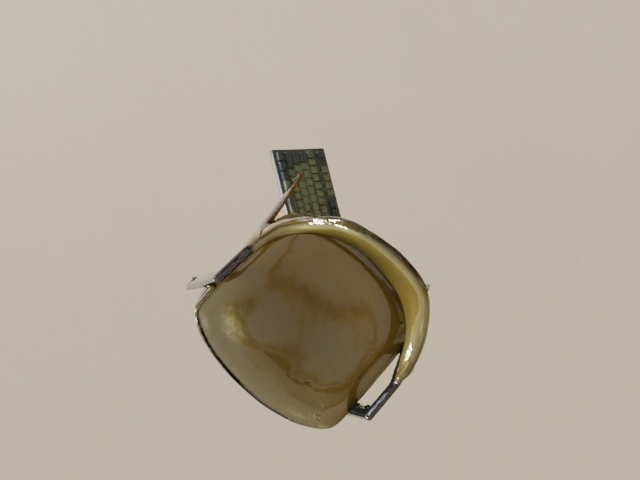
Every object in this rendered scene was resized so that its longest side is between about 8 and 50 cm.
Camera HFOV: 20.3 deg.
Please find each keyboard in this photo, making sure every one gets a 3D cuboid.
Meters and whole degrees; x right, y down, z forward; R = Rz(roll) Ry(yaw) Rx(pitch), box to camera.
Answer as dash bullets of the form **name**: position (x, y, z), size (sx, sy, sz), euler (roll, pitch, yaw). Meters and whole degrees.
- **keyboard**: position (-0.001, 0.000, 1.560), size (0.055, 0.176, 0.014), euler (-3, 159, -31)

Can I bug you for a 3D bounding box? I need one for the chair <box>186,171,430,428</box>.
- **chair**: position (-0.002, 0.050, 1.381), size (0.159, 0.172, 0.247), euler (42, -173, -6)
